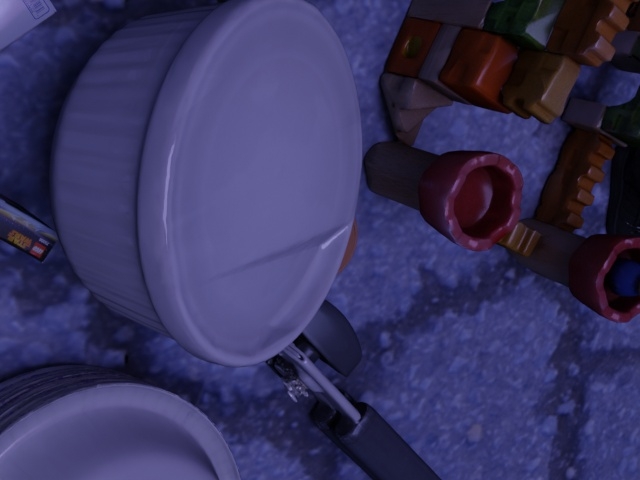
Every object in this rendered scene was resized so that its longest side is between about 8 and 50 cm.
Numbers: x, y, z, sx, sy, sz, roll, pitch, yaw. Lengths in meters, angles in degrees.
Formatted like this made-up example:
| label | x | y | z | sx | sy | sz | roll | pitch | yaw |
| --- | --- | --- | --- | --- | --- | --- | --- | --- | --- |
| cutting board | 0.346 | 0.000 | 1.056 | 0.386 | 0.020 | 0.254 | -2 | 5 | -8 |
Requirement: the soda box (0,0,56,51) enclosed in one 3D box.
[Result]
| label | x | y | z | sx | sy | sz | roll | pitch | yaw |
| --- | --- | --- | --- | --- | --- | --- | --- | --- | --- |
| soda box | -0.271 | -0.226 | 0.704 | 0.069 | 0.074 | 0.216 | -39 | 121 | -16 |

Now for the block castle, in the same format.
| label | x | y | z | sx | sy | sz | roll | pitch | yaw |
| --- | --- | --- | --- | --- | --- | --- | --- | --- | --- |
| block castle | 0.266 | -0.177 | 0.978 | 0.303 | 0.213 | 0.453 | 24 | 91 | -35 |

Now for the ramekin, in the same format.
| label | x | y | z | sx | sy | sz | roll | pitch | yaw |
| --- | --- | --- | --- | --- | --- | --- | --- | --- | --- |
| ramekin | -0.084 | -0.049 | 0.795 | 0.273 | 0.127 | 0.273 | -26 | 121 | -56 |

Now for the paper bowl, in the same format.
| label | x | y | z | sx | sy | sz | roll | pitch | yaw |
| --- | --- | --- | --- | --- | --- | --- | --- | --- | --- |
| paper bowl | -0.180 | 0.249 | 0.833 | 0.284 | 0.148 | 0.284 | -7 | 100 | -40 |

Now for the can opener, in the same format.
| label | x | y | z | sx | sy | sz | roll | pitch | yaw |
| --- | --- | --- | --- | --- | --- | --- | --- | --- | --- |
| can opener | 0.040 | 0.165 | 1.023 | 0.093 | 0.074 | 0.280 | -45 | 123 | -14 |

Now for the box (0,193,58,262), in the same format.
| label | x | y | z | sx | sy | sz | roll | pitch | yaw |
| --- | --- | --- | --- | --- | --- | --- | --- | --- | --- |
| box | -0.262 | -0.037 | 0.757 | 0.137 | 0.094 | 0.027 | 35 | 85 | -34 |

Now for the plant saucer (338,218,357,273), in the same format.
| label | x | y | z | sx | sy | sz | roll | pitch | yaw |
| --- | --- | --- | --- | --- | --- | --- | --- | --- | --- |
| plant saucer | 0.000 | 0.000 | 0.984 | 0.083 | 0.013 | 0.083 | -11 | 111 | -30 |

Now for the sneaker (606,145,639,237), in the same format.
| label | x | y | z | sx | sy | sz | roll | pitch | yaw |
| --- | --- | --- | --- | --- | --- | --- | --- | --- | --- |
| sneaker | 0.362 | -0.049 | 1.153 | 0.051 | 0.089 | 0.170 | -17 | 113 | -28 |
